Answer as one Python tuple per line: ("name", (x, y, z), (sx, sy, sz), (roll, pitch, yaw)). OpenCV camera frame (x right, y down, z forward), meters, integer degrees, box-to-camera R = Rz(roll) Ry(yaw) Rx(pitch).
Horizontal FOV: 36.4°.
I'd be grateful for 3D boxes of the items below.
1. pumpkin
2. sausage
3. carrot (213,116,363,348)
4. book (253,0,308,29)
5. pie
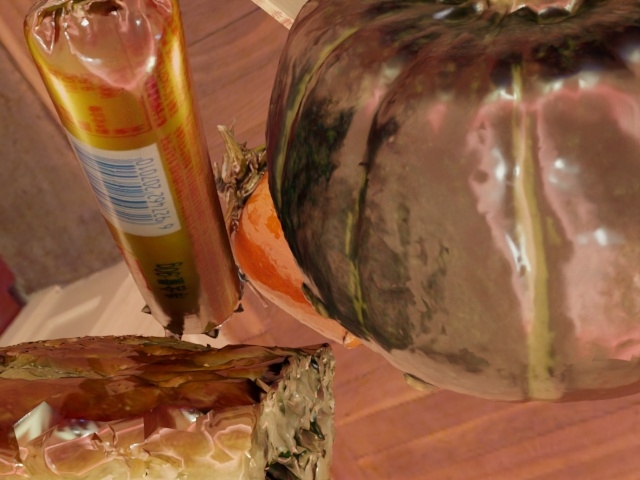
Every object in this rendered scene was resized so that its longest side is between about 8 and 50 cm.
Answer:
("pumpkin", (0.127, -0.058, 0.562), (0.323, 0.323, 0.241), (-5, 136, 14))
("sausage", (-0.095, -0.035, 0.551), (0.082, 0.082, 0.371), (10, 156, 5))
("carrot", (0.000, 0.000, 1.155), (0.331, 0.193, 0.214), (38, 78, 17))
("book", (0.034, -0.219, 0.812), (0.232, 0.162, 0.022), (34, 155, -26))
("pie", (-0.141, 0.108, 0.556), (0.288, 0.354, 0.103), (-6, 88, 9))
